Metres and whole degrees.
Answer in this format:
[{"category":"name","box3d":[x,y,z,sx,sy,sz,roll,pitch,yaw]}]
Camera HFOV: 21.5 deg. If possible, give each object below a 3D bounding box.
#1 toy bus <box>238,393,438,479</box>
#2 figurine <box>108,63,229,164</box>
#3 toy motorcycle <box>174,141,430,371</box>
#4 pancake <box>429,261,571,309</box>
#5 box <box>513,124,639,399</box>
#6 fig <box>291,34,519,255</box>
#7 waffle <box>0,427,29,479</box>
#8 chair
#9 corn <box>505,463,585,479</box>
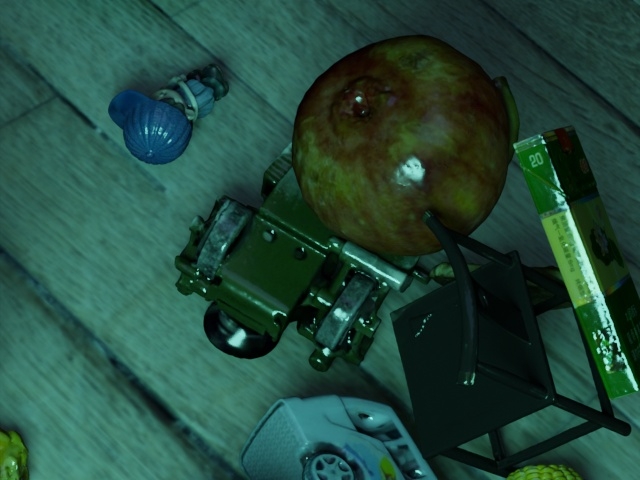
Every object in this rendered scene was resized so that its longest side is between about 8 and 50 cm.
[{"category":"toy bus","box3d":[0.064,0.272,1.371,0.136,0.109,0.329,-10,56,-38]},{"category":"figurine","box3d":[-0.142,-0.121,1.653,0.136,0.077,0.079,-26,99,-51]},{"category":"toy motorcycle","box3d":[0.000,0.000,1.566,0.205,0.127,0.275,30,55,7]},{"category":"pancake","box3d":[0.180,0.041,1.574,0.158,0.158,0.028,11,79,-12]},{"category":"box","box3d":[0.238,0.015,1.483,0.235,0.034,0.132,69,21,2]},{"category":"fig","box3d":[0.082,-0.076,1.456,0.205,0.205,0.205,10,49,-12]},{"category":"waffle","box3d":[-0.348,0.202,1.313,0.291,0.051,0.291,9,51,-11]},{"category":"chair","box3d":[0.136,0.099,1.427,0.260,0.141,0.154,26,43,-48]},{"category":"corn","box3d":[0.212,0.271,1.450,0.085,0.063,0.165,17,44,-38]}]
